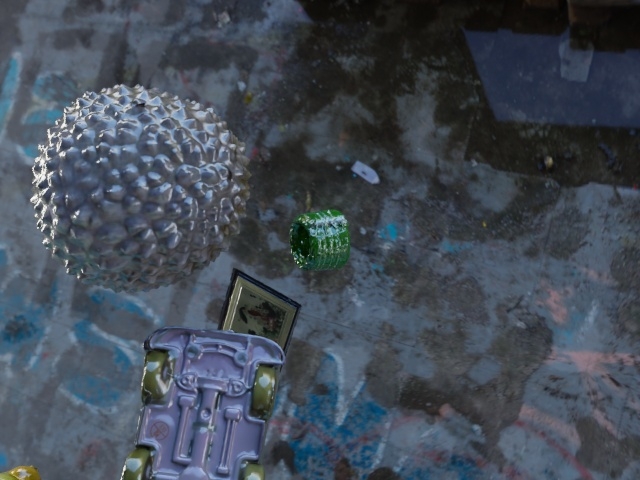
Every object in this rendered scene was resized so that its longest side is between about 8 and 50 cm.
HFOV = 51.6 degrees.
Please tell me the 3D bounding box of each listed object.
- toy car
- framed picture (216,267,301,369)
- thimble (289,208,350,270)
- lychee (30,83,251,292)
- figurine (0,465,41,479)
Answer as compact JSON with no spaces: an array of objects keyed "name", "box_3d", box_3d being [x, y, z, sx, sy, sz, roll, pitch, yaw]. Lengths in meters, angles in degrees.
[{"name":"toy car","box_3d":[-0.199,0.338,1.131,0.242,0.226,0.336,7,63,-4]},{"name":"framed picture","box_3d":[-0.150,0.191,1.542,0.195,0.010,0.200,27,112,22]},{"name":"thimble","box_3d":[0.000,0.000,1.244,0.090,0.130,0.118,-7,67,-20]},{"name":"lychee","box_3d":[-0.319,-0.089,1.207,0.431,0.380,0.381,-2,79,27]},{"name":"figurine","box_3d":[-0.558,0.485,1.135,0.156,0.246,0.131,41,99,-6]}]
